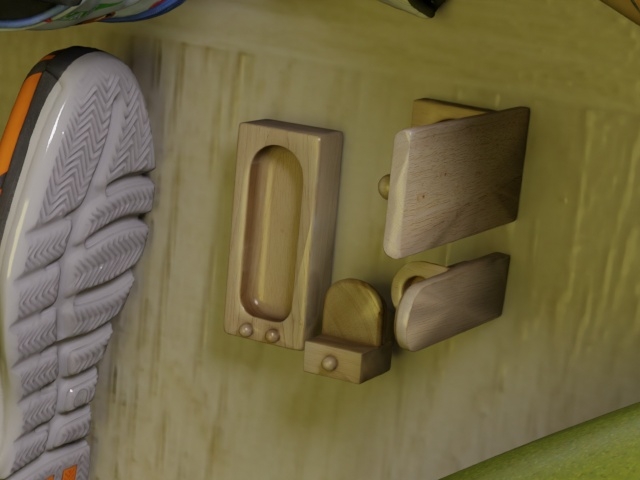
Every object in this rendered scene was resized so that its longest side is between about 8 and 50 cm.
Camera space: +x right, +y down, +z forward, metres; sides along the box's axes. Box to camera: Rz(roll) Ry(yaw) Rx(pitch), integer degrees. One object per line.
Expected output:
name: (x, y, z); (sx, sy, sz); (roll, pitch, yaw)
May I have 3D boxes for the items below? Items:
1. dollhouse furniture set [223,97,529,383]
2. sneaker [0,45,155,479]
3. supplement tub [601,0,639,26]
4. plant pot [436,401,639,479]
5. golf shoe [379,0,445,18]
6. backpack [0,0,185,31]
dollhouse furniture set: (0.000, 0.000, 0.871); (0.151, 0.123, 0.144); (12, 105, 28)
sneaker: (-0.209, 0.027, 0.999); (0.180, 0.124, 0.321); (25, 110, 24)
supplement tub: (0.157, -0.142, 0.670); (0.199, 0.144, 0.144); (46, 123, 51)
plant pot: (0.169, 0.205, 0.706); (0.353, 0.366, 0.366); (-36, 80, 18)
golf shoe: (0.047, -0.168, 0.821); (0.086, 0.069, 0.176); (37, 156, 8)
backpack: (-0.151, -0.221, 0.874); (0.263, 0.213, 0.276); (28, 118, 32)
